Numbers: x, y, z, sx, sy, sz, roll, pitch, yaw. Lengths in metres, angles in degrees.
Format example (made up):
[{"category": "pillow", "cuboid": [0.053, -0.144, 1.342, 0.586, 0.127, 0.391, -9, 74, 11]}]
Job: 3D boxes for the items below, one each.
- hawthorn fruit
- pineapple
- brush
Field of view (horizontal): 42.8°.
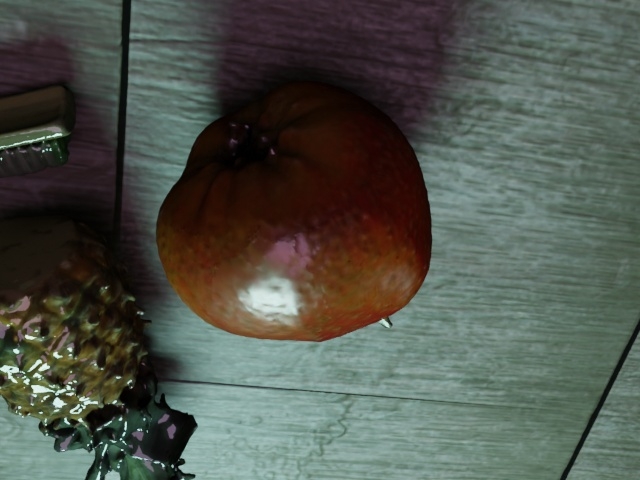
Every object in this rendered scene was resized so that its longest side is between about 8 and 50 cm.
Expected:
[{"category": "hawthorn fruit", "cuboid": [0.000, 0.000, 0.602, 0.196, 0.196, 0.225, -30, 131, 13]}, {"category": "pineapple", "cuboid": [-0.187, 0.129, 0.684, 0.170, 0.141, 0.310, 10, 134, 32]}, {"category": "brush", "cuboid": [-0.318, -0.060, 0.608, 0.282, 0.054, 0.048, -11, 135, 1]}]
